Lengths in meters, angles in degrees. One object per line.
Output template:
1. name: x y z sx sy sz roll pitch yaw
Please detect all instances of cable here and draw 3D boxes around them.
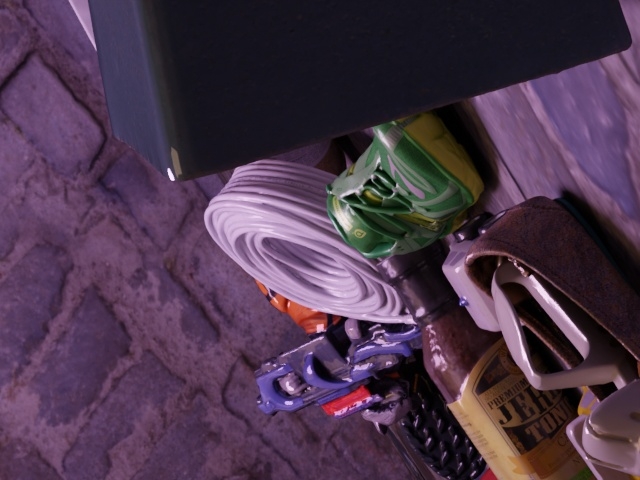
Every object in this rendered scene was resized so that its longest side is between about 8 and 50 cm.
1. cable: 0.000 0.000 1.789 0.257 0.089 0.257 37 157 -27

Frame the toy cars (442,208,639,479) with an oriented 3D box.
1. toy cars: 0.198 0.095 1.340 0.394 0.087 0.176 49 170 44

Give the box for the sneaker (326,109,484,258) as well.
1. sneaker: 0.071 -0.041 1.425 0.109 0.123 0.295 54 172 16

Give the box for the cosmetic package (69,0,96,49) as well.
1. cosmetic package: -0.231 -0.302 1.967 0.224 0.138 0.225 61 -178 9

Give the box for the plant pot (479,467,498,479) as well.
1. plant pot: 0.243 0.325 1.761 0.191 0.174 0.191 54 175 7

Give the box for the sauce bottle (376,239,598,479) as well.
1. sauce bottle: 0.179 0.148 1.618 0.344 0.111 0.111 54 173 0

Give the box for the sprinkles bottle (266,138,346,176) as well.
1. sprinkles bottle: -0.059 -0.161 1.767 0.121 0.121 0.355 52 172 30

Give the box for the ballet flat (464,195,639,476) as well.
1. ballet flat: 0.210 0.099 1.136 0.316 0.106 0.107 50 153 35

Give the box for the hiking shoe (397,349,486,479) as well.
1. hiking shoe: 0.142 0.190 2.200 0.304 0.113 0.132 58 -167 3

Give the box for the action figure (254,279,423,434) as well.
1. action figure: 0.050 0.087 2.058 0.341 0.178 0.330 -18 97 38

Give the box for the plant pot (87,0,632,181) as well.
1. plant pot: -0.016 -0.198 0.862 0.248 0.247 0.252 -148 41 -73
